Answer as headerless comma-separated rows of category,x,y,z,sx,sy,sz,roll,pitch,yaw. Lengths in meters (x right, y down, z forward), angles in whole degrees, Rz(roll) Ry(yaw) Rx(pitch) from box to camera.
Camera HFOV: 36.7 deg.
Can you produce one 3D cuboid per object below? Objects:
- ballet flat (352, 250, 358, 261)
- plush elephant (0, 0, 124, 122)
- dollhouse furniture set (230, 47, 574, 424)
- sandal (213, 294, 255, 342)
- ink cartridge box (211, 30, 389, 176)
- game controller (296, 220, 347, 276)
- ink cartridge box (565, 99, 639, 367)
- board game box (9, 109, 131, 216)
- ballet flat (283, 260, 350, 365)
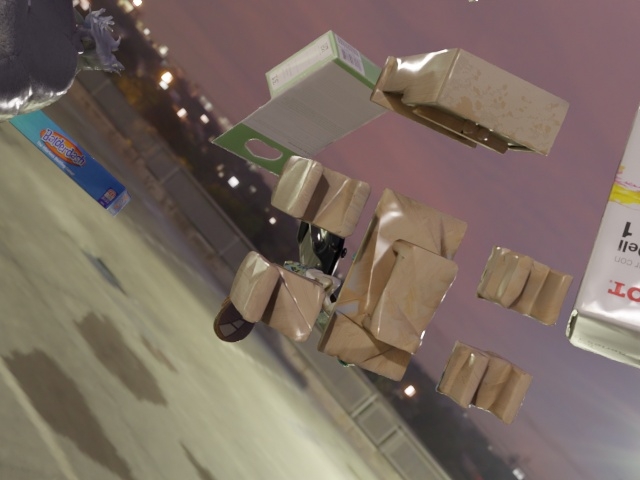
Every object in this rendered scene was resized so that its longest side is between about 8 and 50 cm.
ballet flat,0.097,0.021,1.701,0.041,0.114,0.041,19,-52,27
plush elephant,-0.360,-0.196,0.853,0.330,0.255,0.272,9,80,-75
dollhouse furniture set,0.118,-0.028,1.239,0.362,0.394,0.256,23,2,-15
sandal,-0.141,0.114,1.658,0.072,0.049,0.180,64,31,-24
ink cartridge box,-0.024,-0.193,1.414,0.171,0.235,0.056,24,45,-50
game controller,0.000,0.000,1.871,0.067,0.166,0.319,10,24,-7
ink cartridge box,0.356,-0.017,0.849,0.201,0.278,0.117,18,-14,16
board game box,-0.387,-0.127,1.487,0.210,0.047,0.160,42,-7,-5
ballet flat,0.016,0.091,1.392,0.188,0.070,0.070,55,-1,19
